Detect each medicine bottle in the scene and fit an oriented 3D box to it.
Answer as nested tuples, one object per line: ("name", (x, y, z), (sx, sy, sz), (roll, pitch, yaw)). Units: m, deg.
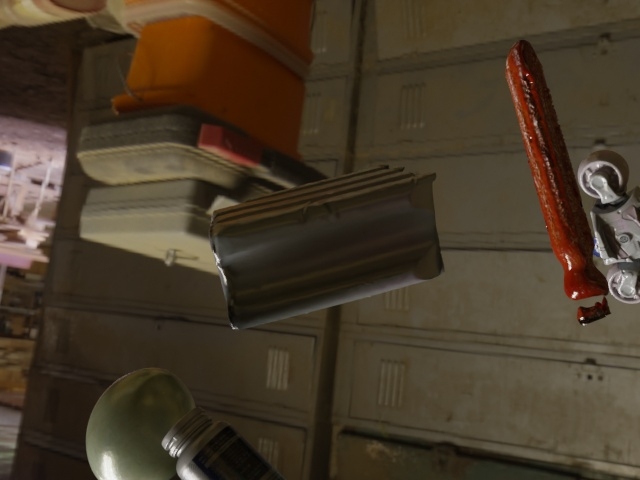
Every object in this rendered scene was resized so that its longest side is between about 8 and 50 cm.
("medicine bottle", (-0.143, 0.344, 1.053), (0.191, 0.107, 0.107), (41, 178, 13))

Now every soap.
("soap", (0.000, 0.000, 1.424), (0.435, 0.212, 0.350), (-14, -167, -9))

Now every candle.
("candle", (0.264, -0.069, 0.796), (0.048, 0.329, 0.051), (-10, 171, -13))

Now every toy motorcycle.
("toy motorcycle", (0.468, -0.020, 1.074), (0.113, 0.254, 0.112), (-19, -163, 6))

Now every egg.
("egg", (-0.315, 0.336, 1.246), (0.187, 0.253, 0.186), (17, -153, -9))
